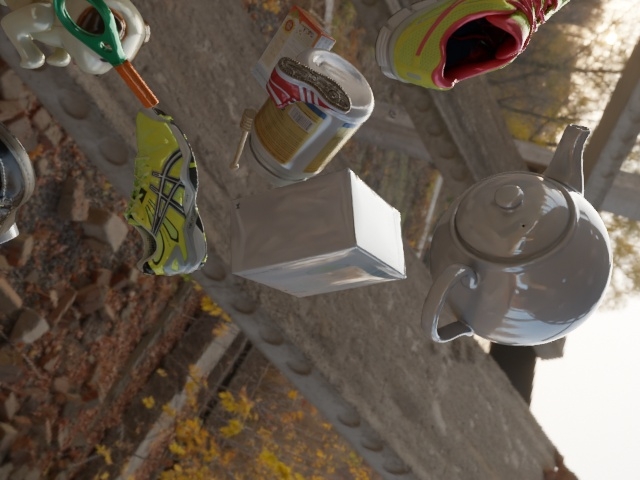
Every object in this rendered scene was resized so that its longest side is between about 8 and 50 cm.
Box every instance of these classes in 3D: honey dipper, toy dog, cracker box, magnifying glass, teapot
[{"bbox_3d":[-0.155,-0.194,1.159,0.030,0.031,0.160,-62,-177,-39],"label":"honey dipper"},{"bbox_3d":[-0.621,-0.595,1.470,0.395,0.408,0.284,-47,-177,7],"label":"toy dog"},{"bbox_3d":[-0.080,-0.512,1.653,0.067,0.155,0.232,7,130,-50],"label":"cracker box"},{"bbox_3d":[-0.348,-0.317,0.981,0.231,0.092,0.026,59,39,-40],"label":"magnifying glass"},{"bbox_3d":[0.249,0.004,0.771,0.187,0.253,0.255,60,23,-48],"label":"teapot"}]

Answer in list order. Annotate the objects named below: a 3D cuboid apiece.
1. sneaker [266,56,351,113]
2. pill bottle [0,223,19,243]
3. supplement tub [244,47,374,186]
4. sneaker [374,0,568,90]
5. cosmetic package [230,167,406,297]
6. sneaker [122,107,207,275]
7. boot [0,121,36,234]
[{"bbox_3d":[-0.019,-0.202,0.823,0.067,0.119,0.042,-37,-150,52],"label":"sneaker"},{"bbox_3d":[-0.839,-0.121,1.426,0.152,0.153,0.271,-51,129,-60],"label":"pill bottle"},{"bbox_3d":[-0.024,-0.192,0.956,0.200,0.144,0.144,-44,-171,40],"label":"supplement tub"},{"bbox_3d":[0.154,-0.186,0.494,0.209,0.094,0.081,-35,129,0],"label":"sneaker"},{"bbox_3d":[0.000,0.000,1.014,0.225,0.224,0.138,31,51,-57],"label":"cosmetic package"},{"bbox_3d":[-0.359,-0.102,1.308,0.147,0.145,0.384,-17,100,-36],"label":"sneaker"},{"bbox_3d":[-0.640,-0.037,0.972,0.377,0.138,0.284,-34,-167,49],"label":"boot"}]
